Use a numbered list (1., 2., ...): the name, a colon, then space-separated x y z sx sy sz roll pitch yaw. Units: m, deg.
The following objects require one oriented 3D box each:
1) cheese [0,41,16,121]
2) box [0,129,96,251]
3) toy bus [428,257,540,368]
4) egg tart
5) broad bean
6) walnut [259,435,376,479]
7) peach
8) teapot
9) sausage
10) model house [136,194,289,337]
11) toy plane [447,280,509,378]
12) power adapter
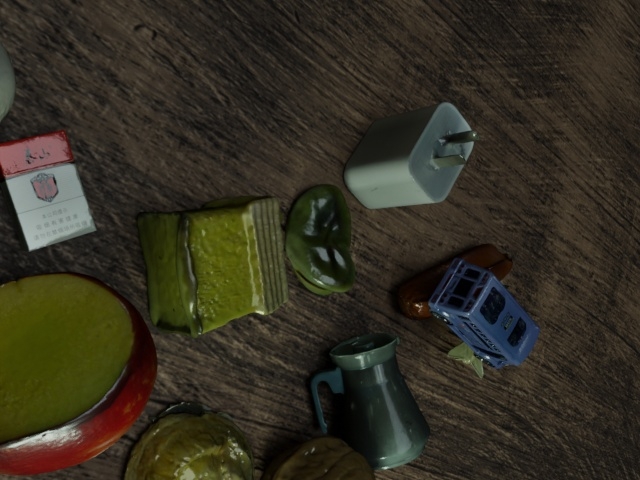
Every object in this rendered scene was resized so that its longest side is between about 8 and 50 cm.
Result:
1. cheese: -0.474 -0.201 0.792 0.198 0.154 0.189 50 45 -1
2. box: -0.392 -0.071 0.936 0.100 0.048 0.152 -23 106 -37
3. toy bus: 0.349 0.164 1.347 0.292 0.133 0.125 43 75 -37
4. egg tart: -0.196 0.387 1.067 0.232 0.098 0.252 -36 108 -36
5. broad bean: 0.002 -0.001 1.241 0.153 0.072 0.207 -2 80 -41
6. walnut: -0.009 0.443 1.145 0.213 0.213 0.213 0 90 -38
7. peach: -0.357 0.184 0.843 0.274 0.248 0.245 -22 126 -32
8. teapot: 0.091 0.305 1.260 0.203 0.171 0.225 -14 93 -7
9. sausage: 0.293 0.089 1.443 0.330 0.102 0.102 -21 103 -34
10. model house: -0.146 0.030 1.048 0.234 0.174 0.193 -12 97 -34
11. toy plane: 0.373 0.181 1.513 0.229 0.092 0.244 34 73 -18
12. power adapter: 0.187 -0.162 1.260 0.124 0.255 0.187 43 65 -27
